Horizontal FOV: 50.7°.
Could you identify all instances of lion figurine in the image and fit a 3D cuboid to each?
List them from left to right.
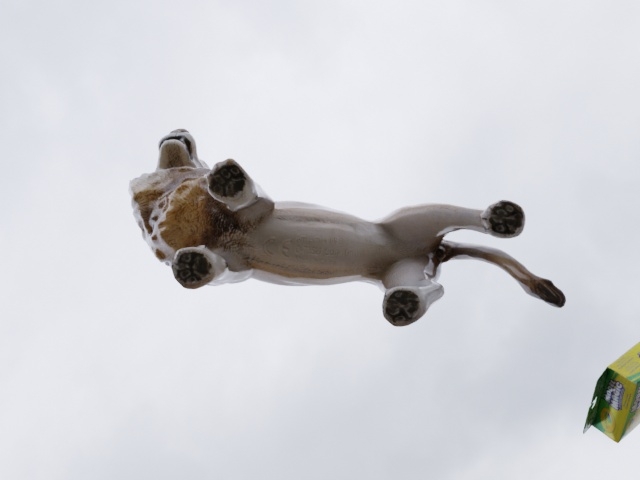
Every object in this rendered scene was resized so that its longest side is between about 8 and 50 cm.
[{"bbox_3d":[0.000,0.000,0.629,0.392,0.240,0.142,16,-91,-1],"label":"lion figurine"}]

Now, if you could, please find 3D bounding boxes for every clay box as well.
[{"bbox_3d":[0.491,0.214,1.030,0.222,0.053,0.127,-26,-50,-30],"label":"clay box"}]
